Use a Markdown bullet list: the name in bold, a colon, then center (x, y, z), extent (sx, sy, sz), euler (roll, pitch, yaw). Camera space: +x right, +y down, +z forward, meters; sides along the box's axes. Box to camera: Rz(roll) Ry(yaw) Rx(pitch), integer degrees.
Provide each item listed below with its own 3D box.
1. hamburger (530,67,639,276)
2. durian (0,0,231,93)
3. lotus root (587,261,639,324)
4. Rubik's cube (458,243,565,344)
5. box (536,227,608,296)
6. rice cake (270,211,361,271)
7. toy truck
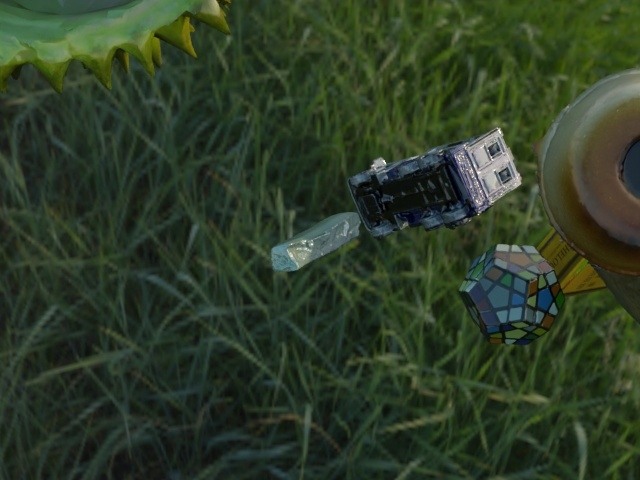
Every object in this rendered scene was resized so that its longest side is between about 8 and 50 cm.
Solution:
- **hamburger**: center (0.349, -0.072, 1.330), extent (0.236, 0.147, 0.237), euler (0, 95, 1)
- **durian**: center (-0.186, -0.196, 0.571), extent (0.352, 0.169, 0.158), euler (34, 55, -5)
- **lotus root**: center (0.480, 0.023, 1.491), extent (0.272, 0.272, 0.192), euler (-32, 81, -25)
- **Rubik's cube**: center (0.240, 0.068, 1.542), extent (0.133, 0.133, 0.112), euler (-39, 28, -28)
- **box**: center (0.501, -0.007, 1.987), extent (0.301, 0.193, 0.084), euler (-7, 55, -36)
- **rice cake**: center (0.000, 0.000, 1.279), extent (0.042, 0.030, 0.180), euler (-7, 9, 25)
- **toy truck**: center (0.180, -0.093, 1.999), extent (0.155, 0.268, 0.124), euler (-31, 102, -35)
